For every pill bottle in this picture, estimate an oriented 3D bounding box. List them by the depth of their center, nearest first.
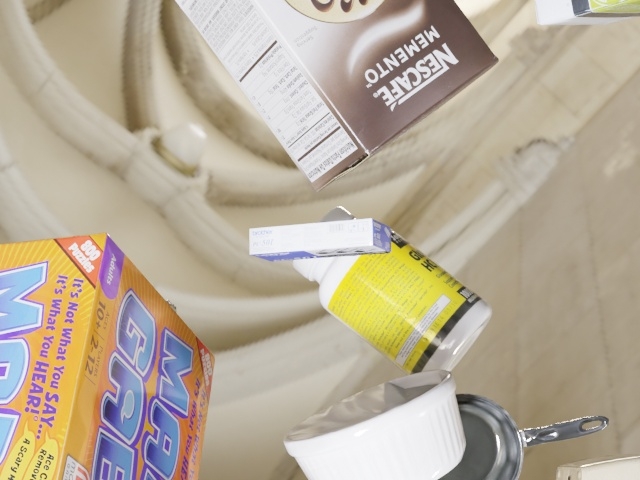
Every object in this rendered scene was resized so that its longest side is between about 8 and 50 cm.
[{"bbox_3d":[0.121,0.092,2.182,0.334,0.188,0.188,38,-161,13],"label":"pill bottle"}]

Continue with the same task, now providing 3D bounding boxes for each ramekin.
[{"bbox_3d":[0.093,0.302,1.846,0.127,0.273,0.273,67,-158,-1],"label":"ramekin"}]

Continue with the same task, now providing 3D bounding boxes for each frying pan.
[{"bbox_3d":[0.282,0.308,2.000,0.197,0.326,0.053,56,174,-4],"label":"frying pan"}]

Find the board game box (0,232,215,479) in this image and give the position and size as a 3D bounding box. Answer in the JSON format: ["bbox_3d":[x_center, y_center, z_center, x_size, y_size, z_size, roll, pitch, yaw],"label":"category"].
[{"bbox_3d":[-0.389,0.245,1.630,0.356,0.357,0.356,58,-149,-52],"label":"board game box"}]

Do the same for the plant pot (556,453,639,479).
[{"bbox_3d":[0.319,0.290,1.369,0.096,0.109,0.109,5,170,-12],"label":"plant pot"}]

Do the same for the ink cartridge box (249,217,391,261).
[{"bbox_3d":[0.000,0.000,1.961,0.097,0.207,0.046,21,-114,-68],"label":"ink cartridge box"}]

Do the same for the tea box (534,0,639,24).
[{"bbox_3d":[0.538,-0.565,2.131,0.220,0.324,0.328,-10,-90,-44],"label":"tea box"}]

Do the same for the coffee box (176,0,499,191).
[{"bbox_3d":[-0.011,-0.215,1.069,0.168,0.119,0.297,-38,-88,-27],"label":"coffee box"}]

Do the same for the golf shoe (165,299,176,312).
[{"bbox_3d":[-0.266,0.154,1.943,0.068,0.186,0.085,7,-122,-10],"label":"golf shoe"}]
